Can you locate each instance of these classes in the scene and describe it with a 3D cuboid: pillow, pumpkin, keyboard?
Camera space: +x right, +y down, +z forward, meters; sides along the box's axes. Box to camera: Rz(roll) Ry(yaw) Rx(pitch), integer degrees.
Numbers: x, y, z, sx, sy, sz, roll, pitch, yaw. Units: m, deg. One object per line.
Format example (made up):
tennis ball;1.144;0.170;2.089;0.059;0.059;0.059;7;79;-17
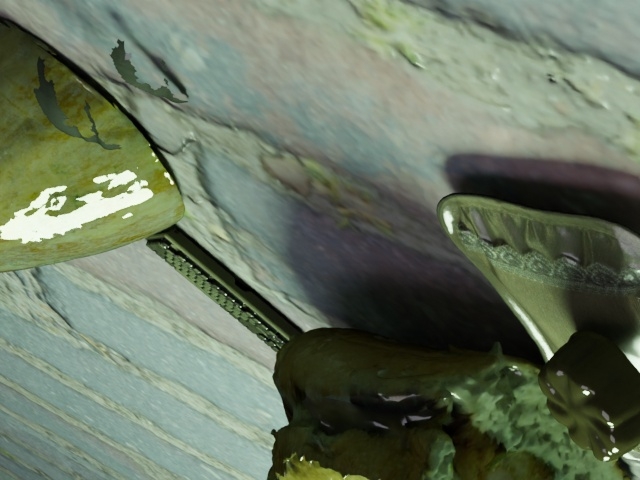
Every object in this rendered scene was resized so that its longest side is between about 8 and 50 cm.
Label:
pillow;0.141;0.053;0.664;0.130;0.033;0.217;13;150;45
pumpkin;-0.206;-0.045;0.874;0.217;0.110;0.217;35;161;14
keyboard;-0.066;0.037;0.956;0.129;0.015;0.049;41;158;-18

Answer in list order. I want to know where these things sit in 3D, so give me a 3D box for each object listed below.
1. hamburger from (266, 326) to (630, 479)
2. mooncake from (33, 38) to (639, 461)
hamburger;0.069;0.154;0.849;0.211;0.132;0.309;14;151;43
mooncake;0.008;-0.008;0.673;0.346;0.057;0.150;19;136;35
